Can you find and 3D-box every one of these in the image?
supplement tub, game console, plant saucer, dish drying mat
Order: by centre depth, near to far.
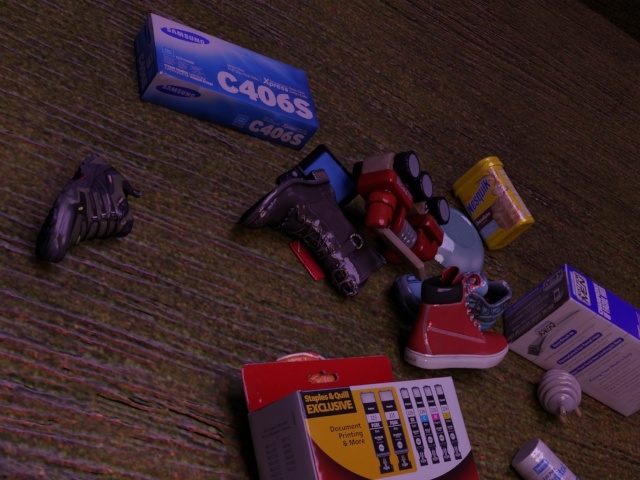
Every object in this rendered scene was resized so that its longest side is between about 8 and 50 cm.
[{"bbox_3d":[0.394,0.407,1.600,0.107,0.071,0.071,46,37,2],"label":"supplement tub"},{"bbox_3d":[-0.022,0.034,1.623,0.083,0.008,0.032,53,37,12],"label":"dish drying mat"},{"bbox_3d":[-0.001,-0.106,1.725,0.122,0.071,0.107,48,37,6],"label":"game console"},{"bbox_3d":[0.280,-0.015,1.928,0.194,0.037,0.195,25,42,-24],"label":"plant saucer"}]

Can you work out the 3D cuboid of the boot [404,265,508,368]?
[{"bbox_3d":[0.264,0.135,1.648,0.244,0.176,0.088,4,12,-41],"label":"boot"}]

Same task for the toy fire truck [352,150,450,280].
[{"bbox_3d":[0.154,-0.014,1.685,0.217,0.158,0.246,49,43,-43],"label":"toy fire truck"}]

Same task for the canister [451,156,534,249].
[{"bbox_3d":[0.378,-0.079,2.007,0.073,0.126,0.170,-5,60,-45],"label":"canister"}]

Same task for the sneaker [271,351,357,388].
[{"bbox_3d":[-0.002,0.218,1.418,0.175,0.064,0.067,19,40,-29],"label":"sneaker"}]

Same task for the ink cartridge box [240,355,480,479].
[{"bbox_3d":[0.061,0.284,1.317,0.309,0.130,0.272,2,66,-41],"label":"ink cartridge box"}]

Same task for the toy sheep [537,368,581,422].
[{"bbox_3d":[0.458,0.295,1.756,0.091,0.091,0.132,36,19,-11],"label":"toy sheep"}]

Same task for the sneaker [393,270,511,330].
[{"bbox_3d":[0.253,0.091,1.726,0.261,0.125,0.104,11,47,-36],"label":"sneaker"}]

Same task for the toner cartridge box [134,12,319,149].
[{"bbox_3d":[-0.174,-0.297,1.744,0.347,0.075,0.165,14,45,-33],"label":"toner cartridge box"}]

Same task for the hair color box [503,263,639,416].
[{"bbox_3d":[0.557,0.207,1.850,0.338,0.185,0.110,30,39,-19],"label":"hair color box"}]

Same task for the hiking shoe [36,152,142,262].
[{"bbox_3d":[-0.329,-0.038,1.343,0.114,0.086,0.227,30,38,-12],"label":"hiking shoe"}]

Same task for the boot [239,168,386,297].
[{"bbox_3d":[0.000,0.000,1.602,0.263,0.091,0.229,-28,86,-50],"label":"boot"}]
